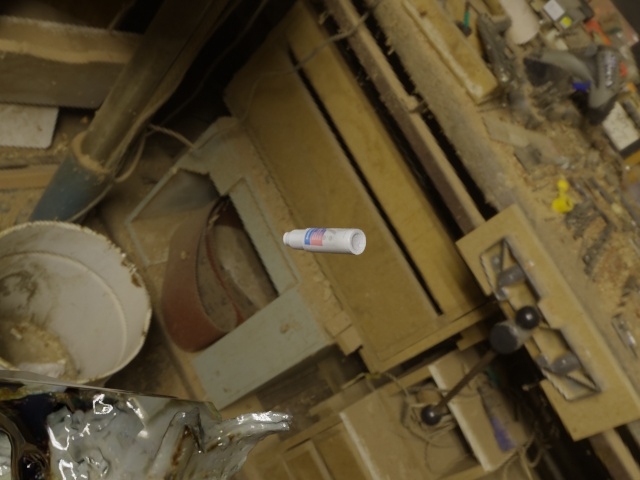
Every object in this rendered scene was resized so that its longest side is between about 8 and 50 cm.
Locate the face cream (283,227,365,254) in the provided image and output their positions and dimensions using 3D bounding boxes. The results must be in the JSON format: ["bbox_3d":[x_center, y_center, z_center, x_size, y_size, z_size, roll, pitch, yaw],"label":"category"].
[{"bbox_3d":[0.000,0.000,0.886,0.034,0.130,0.034,-2,93,-45],"label":"face cream"}]

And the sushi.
[{"bbox_3d":[-0.151,0.150,0.442,0.134,0.273,0.109,42,53,-71],"label":"sushi"}]
